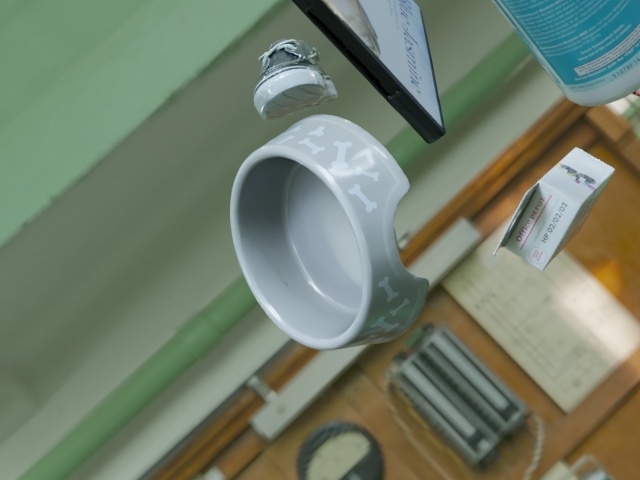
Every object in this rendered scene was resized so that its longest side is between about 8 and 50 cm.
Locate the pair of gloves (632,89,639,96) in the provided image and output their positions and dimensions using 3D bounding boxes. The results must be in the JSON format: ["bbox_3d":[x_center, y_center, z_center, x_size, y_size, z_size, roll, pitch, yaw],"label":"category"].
[{"bbox_3d":[0.407,-0.298,1.753,0.023,0.198,0.159,-8,69,52],"label":"pair of gloves"}]

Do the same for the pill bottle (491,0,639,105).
[{"bbox_3d":[0.256,-0.278,1.323,0.146,0.264,0.146,-31,32,22],"label":"pill bottle"}]

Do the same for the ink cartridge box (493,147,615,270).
[{"bbox_3d":[0.287,-0.034,1.530,0.181,0.061,0.104,-35,-26,-53],"label":"ink cartridge box"}]

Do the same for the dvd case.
[{"bbox_3d":[0.022,-0.215,1.057,0.022,0.180,0.253,-29,-47,23],"label":"dvd case"}]

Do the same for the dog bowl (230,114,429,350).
[{"bbox_3d":[0.000,0.000,1.798,0.102,0.349,0.349,-22,-21,-36],"label":"dog bowl"}]

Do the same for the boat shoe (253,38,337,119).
[{"bbox_3d":[-0.057,-0.278,2.108,0.121,0.119,0.335,-25,1,9],"label":"boat shoe"}]
